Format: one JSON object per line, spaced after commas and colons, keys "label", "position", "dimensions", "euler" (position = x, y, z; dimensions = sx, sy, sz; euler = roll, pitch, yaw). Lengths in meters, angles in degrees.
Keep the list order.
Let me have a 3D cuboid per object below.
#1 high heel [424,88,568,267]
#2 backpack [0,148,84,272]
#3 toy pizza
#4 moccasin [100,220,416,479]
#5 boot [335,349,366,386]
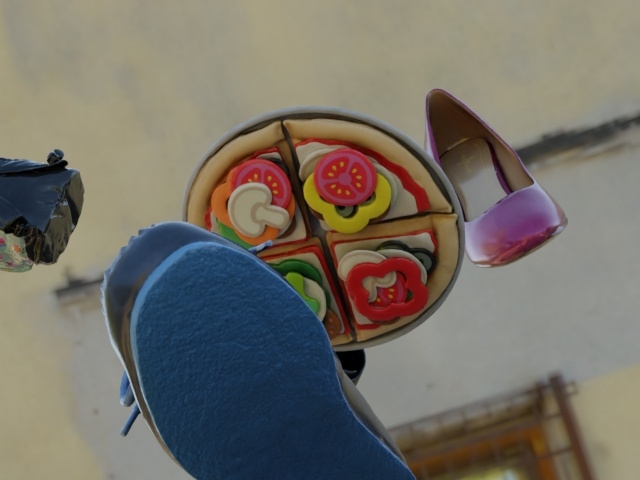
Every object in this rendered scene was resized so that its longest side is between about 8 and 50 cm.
{"label": "high heel", "position": [0.190, -0.081, 1.982], "dimensions": [0.127, 0.181, 0.377], "euler": [-30, 12, -2]}
{"label": "backpack", "position": [-0.387, -0.031, 1.938], "dimensions": [0.182, 0.152, 0.115], "euler": [6, -51, 13]}
{"label": "toy pizza", "position": [0.000, 0.000, 1.134], "dimensions": [0.201, 0.032, 0.201], "euler": [4, -57, 6]}
{"label": "moccasin", "position": [-0.055, 0.098, 1.015], "dimensions": [0.138, 0.117, 0.342], "euler": [-40, -41, -10]}
{"label": "boot", "position": [-0.011, 0.193, 1.664], "dimensions": [0.077, 0.198, 0.137], "euler": [26, -49, -19]}
